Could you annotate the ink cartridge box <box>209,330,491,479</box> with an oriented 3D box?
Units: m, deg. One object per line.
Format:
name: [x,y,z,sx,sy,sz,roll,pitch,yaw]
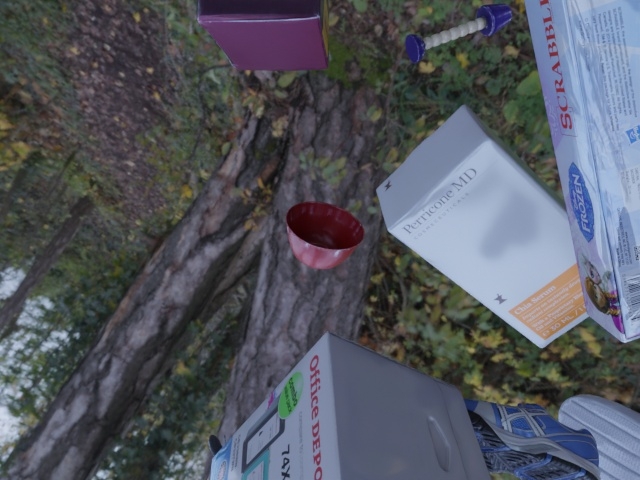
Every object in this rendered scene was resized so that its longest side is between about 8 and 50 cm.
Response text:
ink cartridge box: [0.019,0.279,0.554,0.197,0.270,0.198,28,-152,-20]

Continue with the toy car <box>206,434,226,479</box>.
toy car: [-0.156,0.392,0.775,0.149,0.188,0.155,-6,159,-1]

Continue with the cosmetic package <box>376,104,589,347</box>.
cosmetic package: [0.350,-0.010,0.972,0.453,0.230,0.161,35,-154,-22]

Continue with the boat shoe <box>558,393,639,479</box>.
boat shoe: [0.507,0.323,0.714,0.119,0.121,0.335,-6,-154,-40]

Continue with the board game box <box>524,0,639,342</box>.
board game box: [0.354,-0.113,0.414,0.066,0.318,0.318,-100,-8,-73]

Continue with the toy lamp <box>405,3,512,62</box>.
toy lamp: [0.352,-0.529,1.298,0.080,0.275,0.080,157,90,-81]

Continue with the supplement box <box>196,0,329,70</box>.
supplement box: [-0.034,-0.230,0.368,0.081,0.188,0.104,1,-179,4]

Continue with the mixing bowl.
mixing bowl: [0.000,0.000,1.178,0.182,0.181,0.098,25,127,10]

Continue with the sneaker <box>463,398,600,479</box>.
sneaker: [0.230,0.239,0.636,0.211,0.081,0.080,19,128,25]
